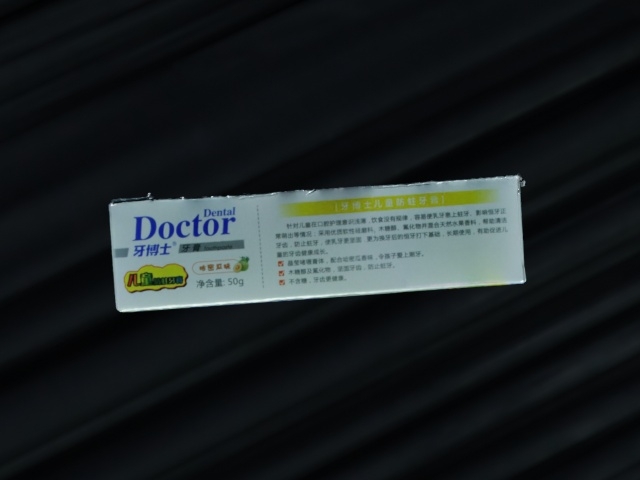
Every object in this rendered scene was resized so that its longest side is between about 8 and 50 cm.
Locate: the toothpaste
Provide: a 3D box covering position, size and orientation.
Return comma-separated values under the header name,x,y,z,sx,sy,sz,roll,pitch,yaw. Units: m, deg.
name,x,y,z,sx,sy,sz,roll,pitch,yaw
toothpaste,0.000,0.000,0.731,0.034,0.164,0.046,97,169,-90
